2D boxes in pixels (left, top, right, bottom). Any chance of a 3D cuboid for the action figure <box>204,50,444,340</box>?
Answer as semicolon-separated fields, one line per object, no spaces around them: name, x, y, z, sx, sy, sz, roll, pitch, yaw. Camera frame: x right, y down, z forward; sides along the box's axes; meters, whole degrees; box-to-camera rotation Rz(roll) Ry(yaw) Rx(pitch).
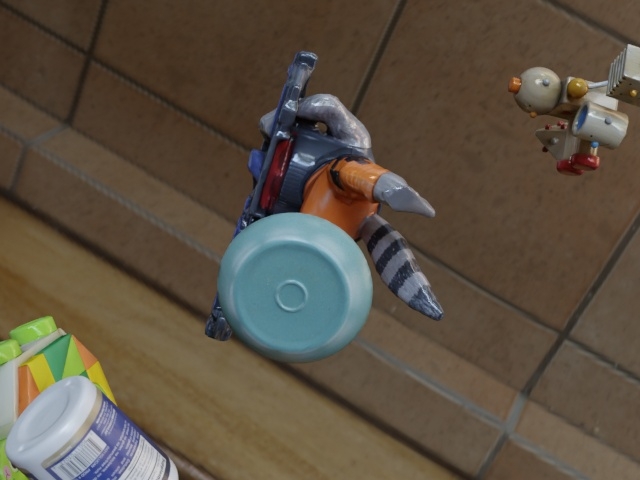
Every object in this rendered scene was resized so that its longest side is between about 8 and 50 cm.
action figure;0.000;0.000;1.162;0.178;0.330;0.341;14;116;-16

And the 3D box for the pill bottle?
pill bottle;-0.185;0.205;0.973;0.094;0.094;0.169;-22;120;31

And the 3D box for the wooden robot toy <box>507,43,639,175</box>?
wooden robot toy;0.175;-0.096;0.814;0.079;0.173;0.076;18;80;-8

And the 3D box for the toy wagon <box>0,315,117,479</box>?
toy wagon;-0.308;0.236;1.263;0.068;0.344;0.267;-21;96;8

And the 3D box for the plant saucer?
plant saucer;-0.021;0.039;0.835;0.119;0.021;0.119;1;104;5
